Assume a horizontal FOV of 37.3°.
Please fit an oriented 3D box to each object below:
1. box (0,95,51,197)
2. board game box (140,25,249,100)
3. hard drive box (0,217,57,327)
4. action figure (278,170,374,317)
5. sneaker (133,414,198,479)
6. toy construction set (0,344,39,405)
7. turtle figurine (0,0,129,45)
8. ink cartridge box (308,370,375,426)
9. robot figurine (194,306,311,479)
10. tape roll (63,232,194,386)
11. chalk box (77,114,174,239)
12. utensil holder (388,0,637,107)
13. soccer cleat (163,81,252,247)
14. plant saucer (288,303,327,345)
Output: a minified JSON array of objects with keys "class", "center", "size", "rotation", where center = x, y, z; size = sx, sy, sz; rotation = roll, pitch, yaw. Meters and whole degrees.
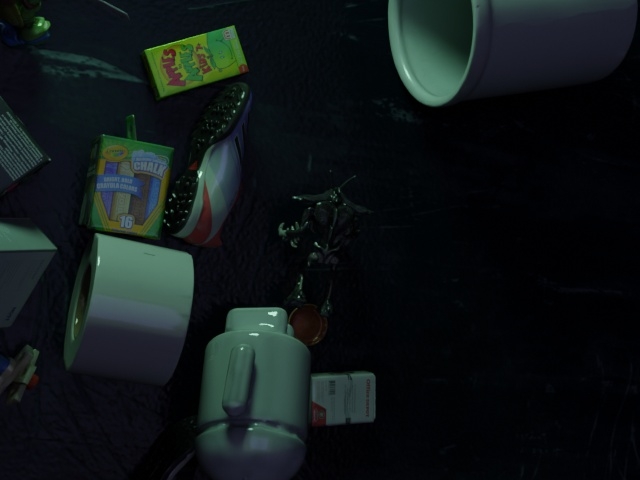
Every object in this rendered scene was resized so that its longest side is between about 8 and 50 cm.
[{"class":"box","center":[-0.607,-0.105,1.575],"size":[0.270,0.165,0.143],"rotation":[-39,104,-16]},{"class":"board game box","center":[-0.236,-0.334,1.785],"size":[0.181,0.043,0.092],"rotation":[-21,98,-20]},{"class":"hard drive box","center":[-0.571,0.058,1.527],"size":[0.089,0.232,0.181],"rotation":[43,109,22]},{"class":"action figure","center":[0.000,0.000,1.831],"size":[0.164,0.141,0.276],"rotation":[11,96,-19]},{"class":"sneaker","center":[-0.273,0.434,1.772],"size":[0.235,0.084,0.097],"rotation":[-49,133,-14]},{"class":"toy construction set","center":[-0.637,0.216,1.572],"size":[0.327,0.215,0.151],"rotation":[26,122,-25]},{"class":"turtle figurine","center":[-0.483,-0.478,1.591],"size":[0.198,0.274,0.266],"rotation":[-85,153,-43]},{"class":"ink cartridge box","center":[0.037,0.314,1.889],"size":[0.135,0.056,0.099],"rotation":[0,91,-21]},{"class":"robot figurine","center":[-0.120,0.299,1.714],"size":[0.199,0.300,0.354],"rotation":[-4,60,12]},{"class":"tape roll","center":[-0.334,0.122,1.642],"size":[0.169,0.246,0.246],"rotation":[14,85,-21]},{"class":"chalk box","center":[-0.345,-0.116,1.696],"size":[0.132,0.132,0.213],"rotation":[11,88,-21]},{"class":"utensil holder","center":[0.376,-0.448,1.882],"size":[0.385,0.327,0.328],"rotation":[-10,94,-24]},{"class":"soccer cleat","center":[-0.189,-0.142,1.785],"size":[0.116,0.108,0.318],"rotation":[28,78,-40]},{"class":"plant saucer","center":[-0.027,0.168,1.886],"size":[0.083,0.013,0.084],"rotation":[0,91,-21]}]
